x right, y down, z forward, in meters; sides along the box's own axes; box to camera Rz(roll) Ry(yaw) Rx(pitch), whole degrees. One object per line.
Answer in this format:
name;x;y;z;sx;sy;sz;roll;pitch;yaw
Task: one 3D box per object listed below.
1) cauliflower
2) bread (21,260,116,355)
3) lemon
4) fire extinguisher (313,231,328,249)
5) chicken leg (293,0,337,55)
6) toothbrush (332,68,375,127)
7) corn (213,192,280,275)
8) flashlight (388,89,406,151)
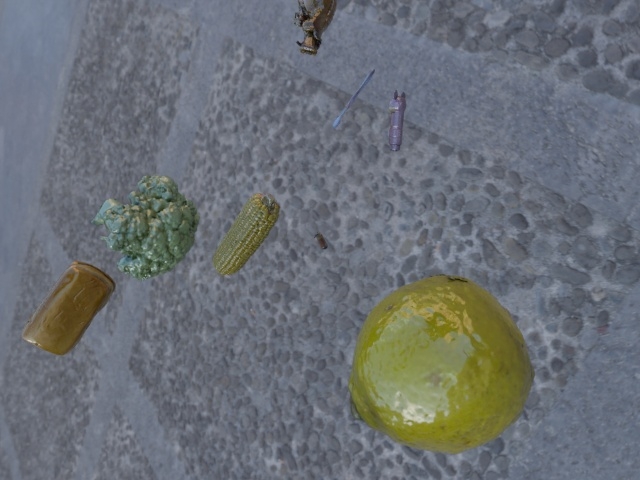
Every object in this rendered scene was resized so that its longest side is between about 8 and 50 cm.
cauliflower;-0.468;-0.055;1.301;0.281;0.327;0.260;39;105;4
bread;-0.538;0.147;1.051;0.077;0.116;0.200;0;56;55
lemon;0.228;0.251;0.980;0.387;0.350;0.350;-30;59;-6
fire extinguisher;0.000;0.000;1.515;0.028;0.083;0.022;-42;55;-10
chicken leg;-0.015;-0.485;1.029;0.085;0.101;0.208;1;65;16
toothbrush;0.094;-0.396;1.355;0.013;0.019;0.193;39;99;20
corn;-0.161;-0.011;1.048;0.238;0.080;0.080;-52;54;34
flashlight;0.141;-0.224;0.912;0.031;0.052;0.111;11;104;33
